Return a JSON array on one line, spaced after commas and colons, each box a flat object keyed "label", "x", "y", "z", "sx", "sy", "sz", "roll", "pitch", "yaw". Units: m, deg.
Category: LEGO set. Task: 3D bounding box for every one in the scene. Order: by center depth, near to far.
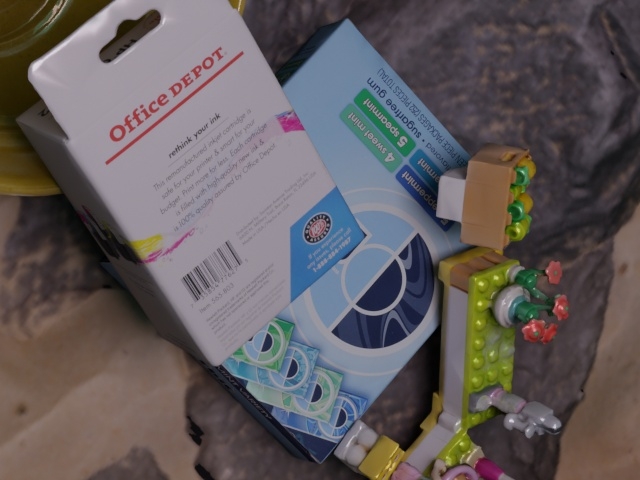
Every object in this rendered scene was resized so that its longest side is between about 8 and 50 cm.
[{"label": "LEGO set", "x": 0.084, "y": 0.100, "z": 0.887, "sx": 0.132, "sy": 0.107, "sz": 0.287, "roll": 28, "pitch": 89, "yaw": -47}]

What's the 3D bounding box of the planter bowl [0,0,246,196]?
[{"label": "planter bowl", "x": -0.149, "y": -0.136, "z": 0.819, "sx": 0.217, "sy": 0.090, "sz": 0.217, "roll": -11, "pitch": 110, "yaw": -32}]

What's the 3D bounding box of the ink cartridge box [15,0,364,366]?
[{"label": "ink cartridge box", "x": -0.068, "y": -0.043, "z": 0.807, "sx": 0.104, "sy": 0.061, "sz": 0.181, "roll": -41, "pitch": 122, "yaw": -18}]

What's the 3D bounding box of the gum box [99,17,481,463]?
[{"label": "gum box", "x": 0.000, "y": 0.000, "z": 0.918, "sx": 0.157, "sy": 0.041, "sz": 0.184, "roll": 46, "pitch": 72, "yaw": -16}]
